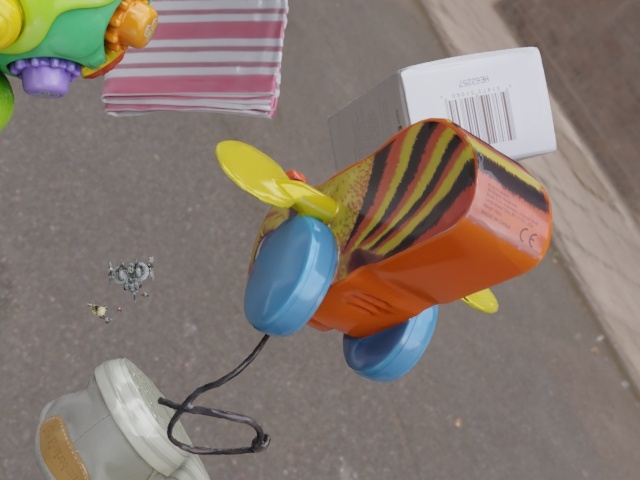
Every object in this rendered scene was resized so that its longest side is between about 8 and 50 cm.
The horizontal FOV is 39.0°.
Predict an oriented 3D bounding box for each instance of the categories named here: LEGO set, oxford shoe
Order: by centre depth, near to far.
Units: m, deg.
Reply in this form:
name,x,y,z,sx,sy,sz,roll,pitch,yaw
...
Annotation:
name,x,y,z,sx,sy,sz,roll,pitch,yaw
LEGO set,-0.200,0.045,0.917,0.054,0.083,0.023,22,-19,7
oxford shoe,-0.210,0.245,1.013,0.169,0.130,0.449,53,-11,18

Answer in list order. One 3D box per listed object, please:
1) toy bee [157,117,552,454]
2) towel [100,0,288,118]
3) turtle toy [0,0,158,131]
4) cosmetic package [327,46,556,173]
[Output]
name,x,y,z,sx,sy,sz,roll,pitch,yaw
toy bee,0.000,0.000,0.550,0.195,0.298,0.162,45,36,-40
towel,-0.096,-0.187,0.747,0.029,0.144,0.197,77,17,-63
turtle toy,-0.122,-0.093,0.382,0.066,0.130,0.095,60,-3,-38
cosmetic package,0.089,-0.091,0.756,0.231,0.117,0.086,179,-99,-76
